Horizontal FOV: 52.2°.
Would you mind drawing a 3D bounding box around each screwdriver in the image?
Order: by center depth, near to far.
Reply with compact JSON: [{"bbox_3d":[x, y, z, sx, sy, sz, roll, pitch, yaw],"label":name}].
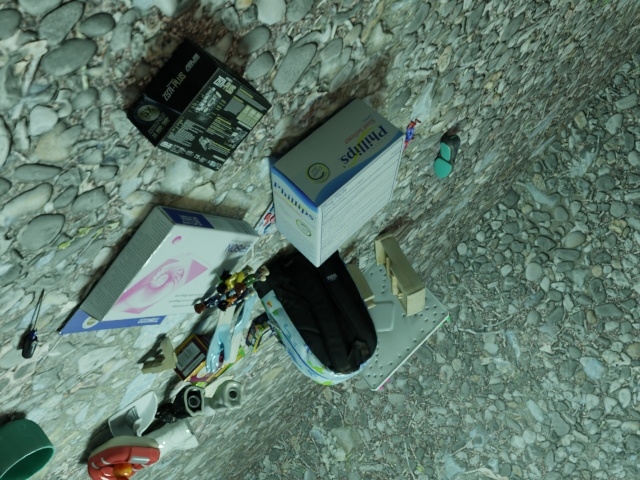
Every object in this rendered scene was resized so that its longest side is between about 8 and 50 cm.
[{"bbox_3d":[-0.497,0.147,1.148,0.025,0.024,0.170,12,124,-33],"label":"screwdriver"}]

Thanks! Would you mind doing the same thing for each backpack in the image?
[{"bbox_3d":[0.004,0.221,1.815,0.290,0.355,0.273,-27,159,-36],"label":"backpack"}]

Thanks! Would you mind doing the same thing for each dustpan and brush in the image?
[{"bbox_3d":[-0.517,0.523,1.828,0.147,0.060,0.211,-31,157,-35],"label":"dustpan and brush"}]

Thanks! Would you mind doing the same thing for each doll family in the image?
[{"bbox_3d":[-0.199,0.112,1.420,0.111,0.076,0.193,-35,165,-49],"label":"doll family"}]

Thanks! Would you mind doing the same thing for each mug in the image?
[{"bbox_3d":[-0.635,0.441,1.353,0.129,0.097,0.157,-25,153,-47],"label":"mug"}]

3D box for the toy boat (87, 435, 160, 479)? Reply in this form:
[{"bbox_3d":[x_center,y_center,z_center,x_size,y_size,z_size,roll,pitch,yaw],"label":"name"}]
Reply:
[{"bbox_3d":[-0.537,0.626,1.770,0.151,0.151,0.231,18,142,-35],"label":"toy boat"}]

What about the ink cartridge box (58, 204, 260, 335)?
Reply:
[{"bbox_3d":[-0.312,0.084,1.331,0.330,0.071,0.324,-51,161,13],"label":"ink cartridge box"}]

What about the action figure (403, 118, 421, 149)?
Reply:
[{"bbox_3d":[0.238,-0.277,1.782,0.038,0.030,0.115,-34,161,-42],"label":"action figure"}]

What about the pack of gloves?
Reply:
[{"bbox_3d":[-0.223,0.240,1.733,0.195,0.046,0.232,-2,111,-71],"label":"pack of gloves"}]

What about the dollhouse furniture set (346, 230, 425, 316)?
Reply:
[{"bbox_3d":[0.127,0.180,2.260,0.394,0.256,0.362,-23,147,-7],"label":"dollhouse furniture set"}]

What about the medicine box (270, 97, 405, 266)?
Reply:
[{"bbox_3d":[0.037,-0.125,1.473,0.263,0.149,0.289,-41,160,-20],"label":"medicine box"}]

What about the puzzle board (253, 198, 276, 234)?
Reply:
[{"bbox_3d":[-0.107,-0.060,1.542,0.128,0.011,0.096,-53,159,24],"label":"puzzle board"}]

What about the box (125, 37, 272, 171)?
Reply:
[{"bbox_3d":[-0.179,-0.199,0.996,0.147,0.077,0.180,-48,161,10],"label":"box"}]

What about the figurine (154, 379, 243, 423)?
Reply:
[{"bbox_3d":[-0.362,0.487,1.946,0.215,0.092,0.209,2,156,-41],"label":"figurine"}]

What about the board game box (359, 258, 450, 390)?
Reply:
[{"bbox_3d":[0.231,0.285,2.397,0.390,0.390,0.050,-47,138,8],"label":"board game box"}]

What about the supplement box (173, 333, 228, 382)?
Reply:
[{"bbox_3d":[-0.323,0.324,1.786,0.104,0.081,0.188,-45,162,1],"label":"supplement box"}]

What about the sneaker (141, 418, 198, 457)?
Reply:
[{"bbox_3d":[-0.491,0.641,2.100,0.169,0.108,0.292,-27,159,-13],"label":"sneaker"}]

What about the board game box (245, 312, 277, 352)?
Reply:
[{"bbox_3d":[-0.151,0.265,2.072,0.170,0.048,0.141,-32,159,-35],"label":"board game box"}]

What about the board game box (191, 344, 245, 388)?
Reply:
[{"bbox_3d":[-0.314,0.376,1.972,0.181,0.043,0.092,-39,161,-16],"label":"board game box"}]

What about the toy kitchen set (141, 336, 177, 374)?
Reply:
[{"bbox_3d":[-0.402,0.276,1.613,0.083,0.075,0.068,-12,-158,2],"label":"toy kitchen set"}]

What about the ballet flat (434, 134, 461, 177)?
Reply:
[{"bbox_3d":[0.413,-0.272,2.095,0.074,0.074,0.203,-40,158,-15],"label":"ballet flat"}]
